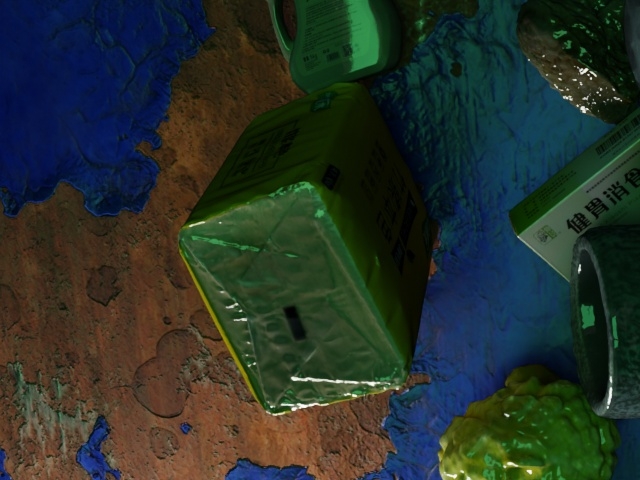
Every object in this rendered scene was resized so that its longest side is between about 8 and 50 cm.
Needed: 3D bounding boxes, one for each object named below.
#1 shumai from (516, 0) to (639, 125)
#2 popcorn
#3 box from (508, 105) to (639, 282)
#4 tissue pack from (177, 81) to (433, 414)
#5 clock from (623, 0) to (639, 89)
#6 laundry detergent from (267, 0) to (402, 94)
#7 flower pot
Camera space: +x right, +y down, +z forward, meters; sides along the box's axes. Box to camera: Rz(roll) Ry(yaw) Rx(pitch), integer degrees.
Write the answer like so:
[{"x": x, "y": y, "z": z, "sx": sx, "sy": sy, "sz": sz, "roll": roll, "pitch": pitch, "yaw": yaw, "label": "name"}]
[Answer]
[{"x": 0.372, "y": -0.268, "z": 1.650, "sx": 0.175, "sy": 0.166, "sz": 0.206, "roll": -42, "pitch": 88, "yaw": -4, "label": "shumai"}, {"x": 0.277, "y": 0.286, "z": 1.743, "sx": 0.206, "sy": 0.251, "sz": 0.237, "roll": 45, "pitch": 75, "yaw": -17, "label": "popcorn"}, {"x": 0.403, "y": -0.052, "z": 1.661, "sx": 0.260, "sy": 0.062, "sz": 0.175, "roll": -40, "pitch": 121, "yaw": 21, "label": "box"}, {"x": 0.000, "y": 0.000, "z": 1.650, "sx": 0.228, "sy": 0.382, "sz": 0.293, "roll": -20, "pitch": 110, "yaw": 18, "label": "tissue pack"}, {"x": 0.548, "y": -0.275, "z": 1.520, "sx": 0.386, "sy": 0.076, "sz": 0.386, "roll": -3, "pitch": 101, "yaw": -13, "label": "clock"}, {"x": 0.007, "y": -0.343, "z": 1.774, "sx": 0.181, "sy": 0.091, "sz": 0.253, "roll": -17, "pitch": 94, "yaw": 25, "label": "laundry detergent"}, {"x": 0.474, "y": 0.112, "z": 1.570, "sx": 0.282, "sy": 0.299, "sz": 0.299, "roll": -5, "pitch": 98, "yaw": -1, "label": "flower pot"}]
